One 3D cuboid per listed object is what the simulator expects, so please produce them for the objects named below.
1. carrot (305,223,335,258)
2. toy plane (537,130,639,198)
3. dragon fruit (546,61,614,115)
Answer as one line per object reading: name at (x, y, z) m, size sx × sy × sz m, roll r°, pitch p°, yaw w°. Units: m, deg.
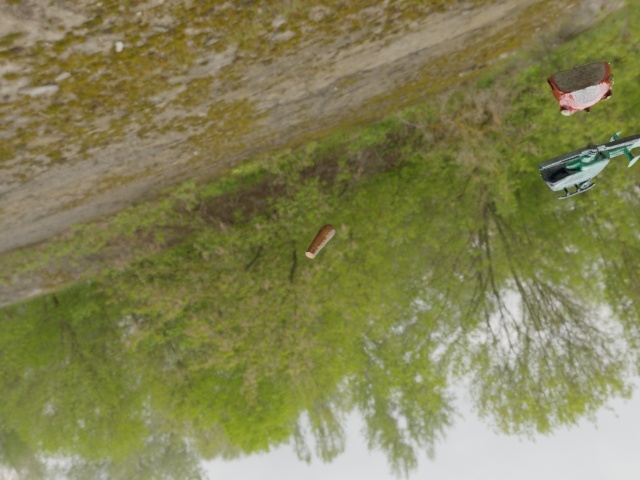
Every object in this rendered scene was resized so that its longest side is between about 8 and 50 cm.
carrot at (0.000, 0.000, 1.175) m, size 0.032 × 0.032 × 0.093 m, roll -18°, pitch -151°, yaw 51°
toy plane at (0.460, -0.138, 0.942) m, size 0.235 × 0.060 × 0.096 m, roll -19°, pitch 149°, yaw -11°
dragon fruit at (0.366, -0.207, 0.778) m, size 0.083 × 0.060 × 0.056 m, roll -11°, pitch -127°, yaw 20°
